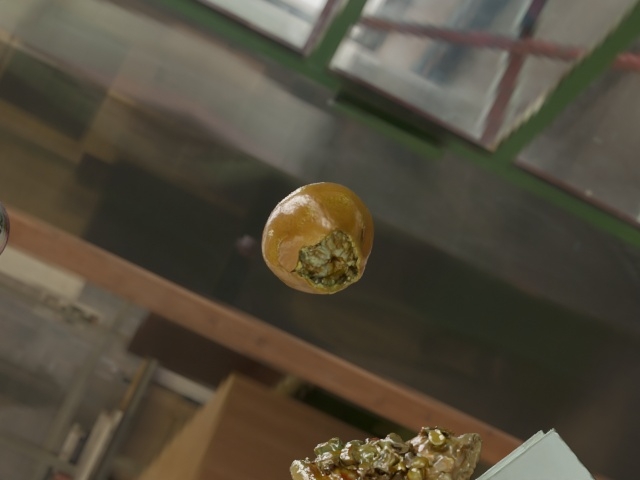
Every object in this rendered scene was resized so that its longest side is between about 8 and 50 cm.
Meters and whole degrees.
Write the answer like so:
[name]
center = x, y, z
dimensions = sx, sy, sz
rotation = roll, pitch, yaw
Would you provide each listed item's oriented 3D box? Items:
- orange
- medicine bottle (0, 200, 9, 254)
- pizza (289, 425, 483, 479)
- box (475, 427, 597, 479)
[orange]
center = 0.000, 0.000, 2.034
dimensions = 0.154, 0.134, 0.155
rotation = -30, -28, -18
[medicine bottle]
center = -0.349, -0.027, 1.412
dimensions = 0.217, 0.090, 0.090
rotation = 89, -155, -80
[pizza]
center = 0.083, 0.254, 1.683
dimensions = 0.147, 0.226, 0.069
rotation = -110, 14, -63
[box]
center = 0.216, 0.352, 1.852
dimensions = 0.225, 0.117, 0.225
rotation = -36, -16, -9
